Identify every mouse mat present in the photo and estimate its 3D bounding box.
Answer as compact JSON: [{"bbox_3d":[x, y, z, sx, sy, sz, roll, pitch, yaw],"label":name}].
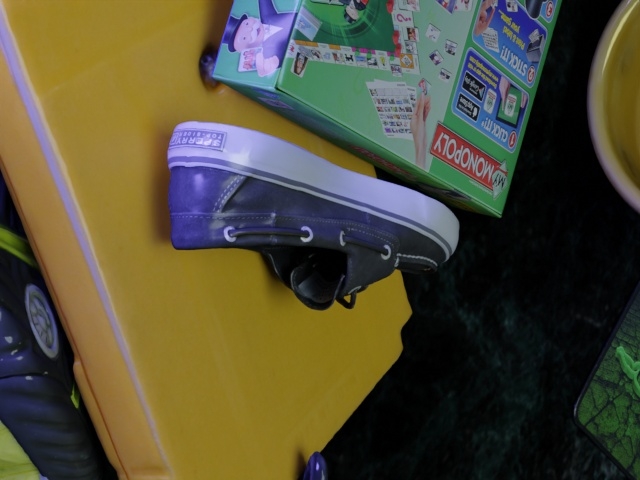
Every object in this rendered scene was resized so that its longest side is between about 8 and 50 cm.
[{"bbox_3d":[0.294,0.136,1.130,0.189,0.007,0.152,44,68,-34],"label":"mouse mat"}]

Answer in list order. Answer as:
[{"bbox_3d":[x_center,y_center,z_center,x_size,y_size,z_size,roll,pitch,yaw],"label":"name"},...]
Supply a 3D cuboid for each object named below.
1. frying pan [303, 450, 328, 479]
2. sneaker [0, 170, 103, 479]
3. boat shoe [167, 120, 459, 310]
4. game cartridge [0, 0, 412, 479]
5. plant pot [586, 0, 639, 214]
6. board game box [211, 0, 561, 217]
[{"bbox_3d":[-0.020,0.307,0.760,0.053,0.197,0.326,-2,126,-12],"label":"frying pan"},{"bbox_3d":[-0.225,0.001,0.643,0.147,0.145,0.385,-21,126,7],"label":"sneaker"},{"bbox_3d":[0.000,0.000,0.719,0.228,0.080,0.076,21,75,-55],"label":"boat shoe"},{"bbox_3d":[-0.056,-0.022,0.750,0.285,0.052,0.324,-42,122,-52],"label":"game cartridge"},{"bbox_3d":[0.371,-0.091,1.029,0.239,0.254,0.254,22,81,-54],"label":"plant pot"},{"bbox_3d":[0.065,-0.151,0.818,0.317,0.046,0.213,23,84,-59],"label":"board game box"}]
